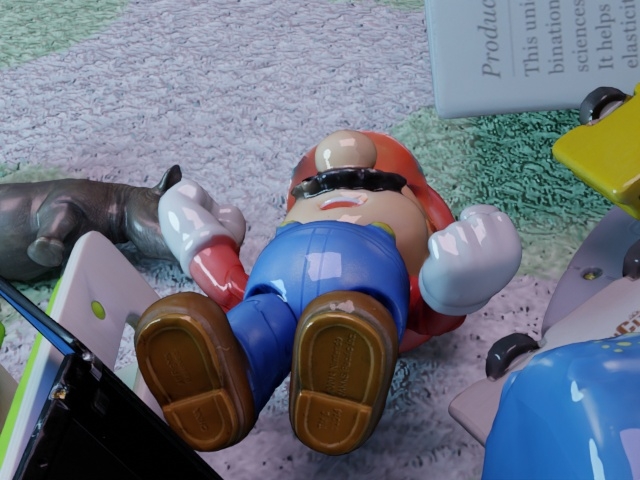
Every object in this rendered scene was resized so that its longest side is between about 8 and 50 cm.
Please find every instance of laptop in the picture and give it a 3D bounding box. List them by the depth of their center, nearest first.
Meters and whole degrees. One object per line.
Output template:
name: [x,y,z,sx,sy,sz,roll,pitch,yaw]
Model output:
laptop: [-0.093,0.156,0.732,0.137,0.234,0.264,-16,41,34]

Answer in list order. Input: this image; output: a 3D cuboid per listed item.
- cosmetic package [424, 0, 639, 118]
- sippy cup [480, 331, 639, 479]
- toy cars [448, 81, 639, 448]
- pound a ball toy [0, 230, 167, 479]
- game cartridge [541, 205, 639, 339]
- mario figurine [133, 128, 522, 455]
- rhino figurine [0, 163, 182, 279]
cosmetic package: [0.277,-0.285,1.168,0.394,0.329,0.327,-2,15,12]
sippy cup: [0.188,0.126,0.656,0.224,0.305,0.240,2,44,-12]
toy cars: [0.208,0.004,0.931,0.176,0.087,0.393,-5,41,34]
pound a ball toy: [-0.186,0.139,0.910,0.208,0.135,0.319,-28,27,19]
game cartridge: [0.276,0.013,1.029,0.196,0.060,0.294,21,43,34]
mario figurine: [0.000,0.000,0.933,0.198,0.170,0.320,33,20,2]
rhino figurine: [-0.181,-0.005,1.159,0.243,0.073,0.106,-6,35,3]
